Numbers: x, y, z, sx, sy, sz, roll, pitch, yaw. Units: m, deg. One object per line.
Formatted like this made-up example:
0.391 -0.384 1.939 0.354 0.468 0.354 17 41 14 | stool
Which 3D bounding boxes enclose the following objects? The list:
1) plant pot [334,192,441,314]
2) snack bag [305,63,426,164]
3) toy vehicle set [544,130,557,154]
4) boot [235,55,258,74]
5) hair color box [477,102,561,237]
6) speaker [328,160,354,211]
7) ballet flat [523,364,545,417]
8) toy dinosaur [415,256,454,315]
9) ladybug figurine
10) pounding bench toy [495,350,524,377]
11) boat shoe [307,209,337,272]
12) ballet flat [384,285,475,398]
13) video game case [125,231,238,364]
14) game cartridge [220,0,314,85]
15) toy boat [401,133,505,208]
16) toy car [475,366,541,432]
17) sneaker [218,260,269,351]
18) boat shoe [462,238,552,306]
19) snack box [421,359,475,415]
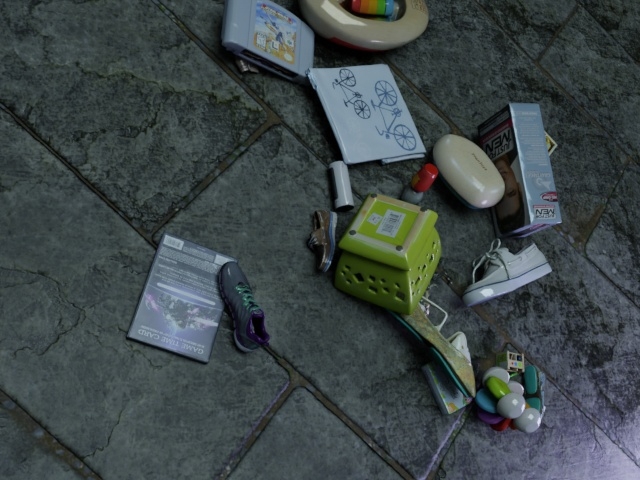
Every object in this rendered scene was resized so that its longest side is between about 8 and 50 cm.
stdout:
0.175 0.019 1.742 0.227 0.207 0.228 19 55 20 | plant pot
0.138 -0.371 2.009 0.343 0.037 0.323 -15 78 -39 | snack bag
0.671 -0.302 2.266 0.166 0.035 0.267 46 58 -3 | toy vehicle set
-0.191 -0.514 1.928 0.118 0.042 0.087 -12 84 -33 | boot
0.601 -0.209 2.075 0.114 0.185 0.374 -3 78 -19 | hair color box
0.058 -0.149 1.890 0.055 0.055 0.136 0 71 -26 | speaker
0.611 0.448 1.921 0.070 0.070 0.188 19 66 -19 | ballet flat
0.304 0.082 1.918 0.118 0.064 0.268 -1 67 -19 | toy dinosaur
0.127 -0.705 2.085 0.449 0.162 0.305 2 69 -25 | ladybug figurine
0.540 0.362 1.924 0.065 0.052 0.083 14 64 -21 | pounding bench toy
0.000 0.000 1.802 0.066 0.066 0.183 15 54 -15 | boat shoe
0.309 0.250 1.778 0.123 0.123 0.348 -32 71 -32 | ballet flat
-0.321 0.134 1.607 0.196 0.026 0.274 22 63 -17 | video game case
-0.141 -0.579 1.924 0.297 0.062 0.198 17 69 -36 | game cartridge
0.381 -0.187 2.022 0.318 0.148 0.267 -14 64 -35 | toy boat
0.486 0.442 1.818 0.182 0.136 0.159 42 14 -28 | toy car
-0.170 0.150 1.615 0.083 0.098 0.223 -13 84 -44 | sneaker
0.527 0.075 1.985 0.367 0.136 0.156 -18 79 -34 | boat shoe
0.343 0.384 1.826 0.100 0.037 0.141 -18 78 -30 | snack box
